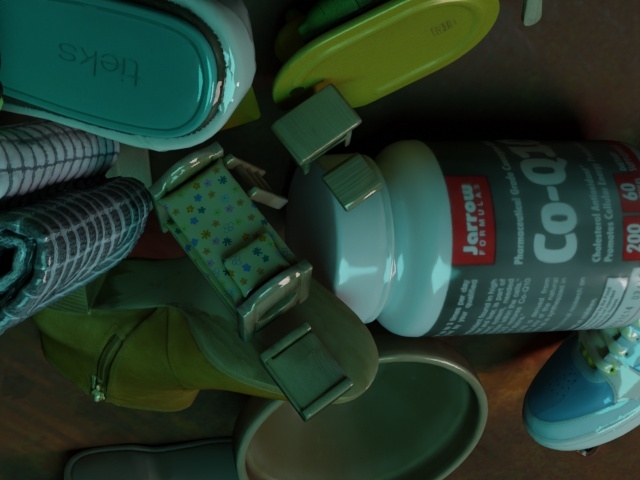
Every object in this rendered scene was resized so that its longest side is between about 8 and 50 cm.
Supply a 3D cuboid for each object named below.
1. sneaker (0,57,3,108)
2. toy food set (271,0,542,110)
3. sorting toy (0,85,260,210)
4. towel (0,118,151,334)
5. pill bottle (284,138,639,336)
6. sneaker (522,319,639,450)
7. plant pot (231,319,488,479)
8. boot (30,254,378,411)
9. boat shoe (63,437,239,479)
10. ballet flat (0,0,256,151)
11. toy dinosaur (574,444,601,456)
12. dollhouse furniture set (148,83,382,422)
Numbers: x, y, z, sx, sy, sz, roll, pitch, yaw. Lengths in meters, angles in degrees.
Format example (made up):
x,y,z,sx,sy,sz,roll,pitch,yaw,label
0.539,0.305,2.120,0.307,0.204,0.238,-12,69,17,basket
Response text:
x,y,z,sx,sy,sz,roll,pitch,yaw,label
-0.349,-0.210,0.632,0.482,0.185,0.202,37,103,-18,sneaker
0.055,-0.171,0.973,0.217,0.071,0.128,-24,160,8,toy food set
-0.218,-0.081,0.975,0.347,0.047,0.196,-9,141,-9,sorting toy
-0.262,0.031,0.856,0.283,0.235,0.121,-29,95,12,towel
0.125,-0.003,1.087,0.283,0.161,0.161,-1,134,-19,pill bottle
0.281,0.051,1.227,0.319,0.127,0.208,-42,135,9,sneaker
0.028,0.148,1.241,0.237,0.110,0.237,-9,135,-9,plant pot
-0.098,0.088,1.066,0.295,0.104,0.211,21,150,9,boot
-0.127,0.255,1.303,0.254,0.095,0.079,0,132,-17,boat shoe
-0.226,-0.156,0.810,0.400,0.139,0.139,17,132,5,ballet flat
0.300,0.199,1.421,0.047,0.090,0.082,15,96,-12,toy dinosaur
0.000,0.000,0.921,0.161,0.182,0.101,-36,169,-11,dollhouse furniture set
